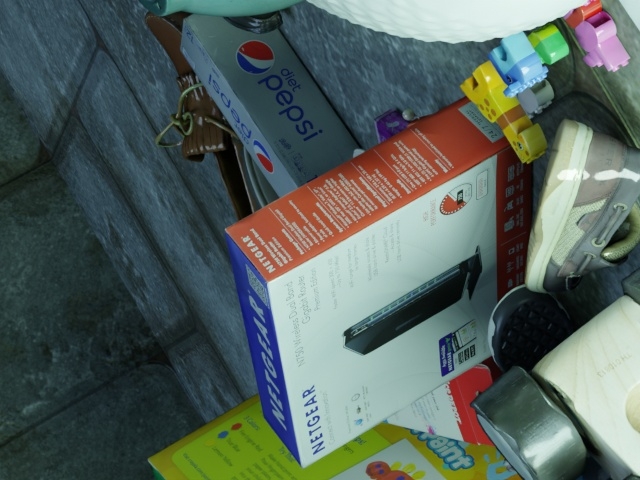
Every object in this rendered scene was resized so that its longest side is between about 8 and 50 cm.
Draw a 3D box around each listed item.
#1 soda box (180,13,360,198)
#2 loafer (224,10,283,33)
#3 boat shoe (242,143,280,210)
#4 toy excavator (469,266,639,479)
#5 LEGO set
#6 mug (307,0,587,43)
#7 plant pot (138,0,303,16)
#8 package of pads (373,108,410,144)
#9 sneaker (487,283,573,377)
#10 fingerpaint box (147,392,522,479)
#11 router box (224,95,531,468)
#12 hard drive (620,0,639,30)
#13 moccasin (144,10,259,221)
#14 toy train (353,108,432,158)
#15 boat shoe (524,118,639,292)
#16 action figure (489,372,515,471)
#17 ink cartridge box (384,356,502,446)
[{"bbox_3d":[-0.057,-0.164,2.124,0.286,0.098,0.091,55,162,14],"label":"soda box"},{"bbox_3d":[-0.102,-0.308,2.082,0.170,0.062,0.061,45,154,37],"label":"loafer"},{"bbox_3d":[0.000,0.000,2.216,0.335,0.112,0.095,54,159,7],"label":"boat shoe"},{"bbox_3d":[0.375,0.282,1.502,0.433,0.222,0.445,47,173,37],"label":"toy excavator"},{"bbox_3d":[0.187,-0.127,1.488,0.093,0.087,0.227,59,165,4],"label":"LEGO set"},{"bbox_3d":[0.096,-0.310,1.115,0.328,0.276,0.374,-135,61,-69],"label":"mug"},{"bbox_3d":[-0.127,-0.355,1.830,0.293,0.196,0.293,52,162,26],"label":"plant pot"},{"bbox_3d":[0.088,-0.100,1.922,0.050,0.032,0.083,43,157,39],"label":"package of pads"},{"bbox_3d":[0.207,0.089,1.747,0.097,0.084,0.234,64,-176,32],"label":"sneaker"},{"bbox_3d":[0.047,0.334,2.186,0.445,0.371,0.163,34,149,55],"label":"fingerpaint box"},{"bbox_3d":[0.070,0.045,1.748,0.082,0.301,0.335,50,161,34],"label":"router box"},{"bbox_3d":[0.277,-0.211,1.156,0.203,0.040,0.307,58,164,8],"label":"hard drive"},{"bbox_3d":[-0.132,-0.141,2.296,0.380,0.147,0.139,63,163,-10],"label":"moccasin"},{"bbox_3d":[0.108,-0.083,1.851,0.125,0.046,0.166,57,151,-7],"label":"toy train"},{"bbox_3d":[0.236,-0.015,1.519,0.092,0.103,0.285,17,159,11],"label":"boat shoe"},{"bbox_3d":[0.263,0.234,1.829,0.185,0.099,0.285,42,180,-21],"label":"action figure"},{"bbox_3d":[0.137,0.158,2.059,0.231,0.078,0.134,9,132,39],"label":"ink cartridge box"}]
